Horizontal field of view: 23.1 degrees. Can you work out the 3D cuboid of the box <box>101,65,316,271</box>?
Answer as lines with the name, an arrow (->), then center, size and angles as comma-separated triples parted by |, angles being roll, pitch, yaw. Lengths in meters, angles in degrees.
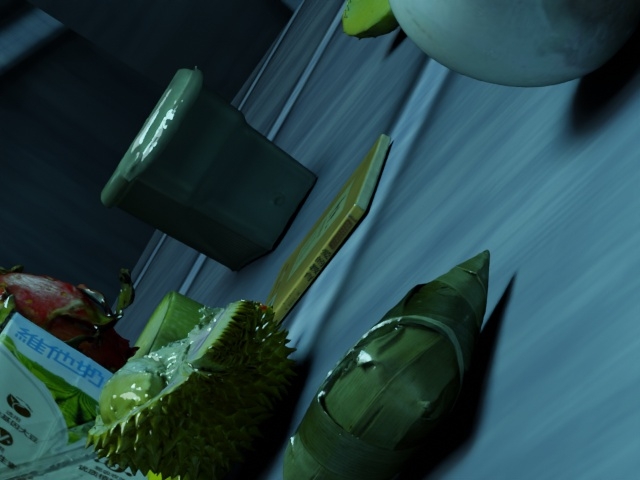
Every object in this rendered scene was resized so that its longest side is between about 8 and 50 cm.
box -> -0.118, -0.067, 1.657 | 0.138, 0.178, 0.274 | -60, 9, -12

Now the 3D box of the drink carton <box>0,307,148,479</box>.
drink carton -> -0.248, 0.215, 1.315 | 0.132, 0.194, 0.324 | -53, 9, 20

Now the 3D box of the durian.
durian -> -0.079, 0.102, 1.083 | 0.146, 0.102, 0.208 | -29, 11, 32

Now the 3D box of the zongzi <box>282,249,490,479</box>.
zongzi -> 0.034, 0.067, 0.730 | 0.109, 0.055, 0.119 | -53, -3, 38

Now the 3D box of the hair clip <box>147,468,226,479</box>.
hair clip -> -0.103, 0.167, 1.165 | 0.072, 0.046, 0.173 | -62, 10, 0

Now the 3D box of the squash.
squash -> -0.206, 0.171, 1.728 | 0.252, 0.049, 0.252 | -56, 11, 17

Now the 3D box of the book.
book -> 0.000, 0.000, 1.294 | 0.172, 0.012, 0.118 | -52, 10, 35

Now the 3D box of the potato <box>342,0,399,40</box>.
potato -> 0.096, -0.276, 1.608 | 0.198, 0.054, 0.119 | -51, 27, 32

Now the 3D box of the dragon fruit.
dragon fruit -> -0.352, 0.128, 1.617 | 0.250, 0.291, 0.269 | -61, 9, -30

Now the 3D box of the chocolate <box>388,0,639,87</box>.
chocolate -> 0.103, -0.156, 0.794 | 0.221, 0.221, 0.147 | -72, -3, -60
